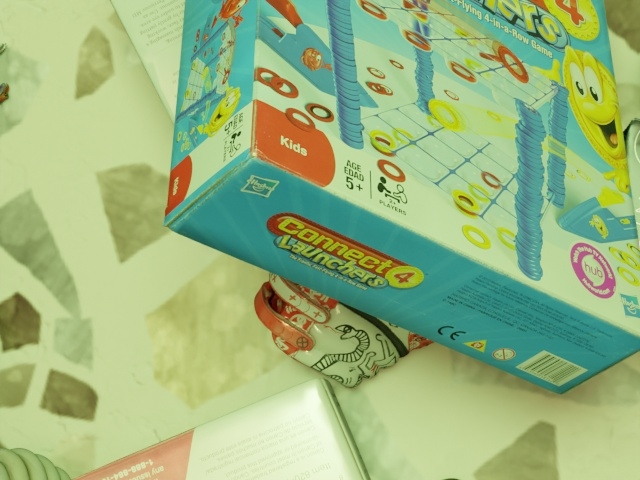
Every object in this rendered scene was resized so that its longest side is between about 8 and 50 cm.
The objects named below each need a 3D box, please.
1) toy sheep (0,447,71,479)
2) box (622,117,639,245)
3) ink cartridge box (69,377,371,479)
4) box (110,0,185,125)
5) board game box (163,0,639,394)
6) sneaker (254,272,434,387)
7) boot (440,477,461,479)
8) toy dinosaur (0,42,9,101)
[{"bbox_3d":[-0.228,0.196,1.107,0.091,0.132,0.091,-13,72,45],"label":"toy sheep"},{"bbox_3d":[0.317,0.014,1.061,0.247,0.163,0.142,13,85,5],"label":"box"},{"bbox_3d":[-0.036,0.268,1.076,0.207,0.117,0.283,-23,82,1],"label":"ink cartridge box"},{"bbox_3d":[-0.081,-0.132,1.125,0.091,0.130,0.170,-28,82,-1],"label":"box"},{"bbox_3d":[0.061,-0.093,0.946,0.308,0.086,0.302,24,49,-29],"label":"board game box"},{"bbox_3d":[0.001,0.001,1.059,0.145,0.270,0.090,-34,39,6],"label":"sneaker"},{"bbox_3d":[0.127,0.278,1.069,0.082,0.106,0.219,-20,82,1],"label":"boot"},{"bbox_3d":[-0.284,-0.146,1.197,0.090,0.047,0.082,-12,91,35],"label":"toy dinosaur"}]
